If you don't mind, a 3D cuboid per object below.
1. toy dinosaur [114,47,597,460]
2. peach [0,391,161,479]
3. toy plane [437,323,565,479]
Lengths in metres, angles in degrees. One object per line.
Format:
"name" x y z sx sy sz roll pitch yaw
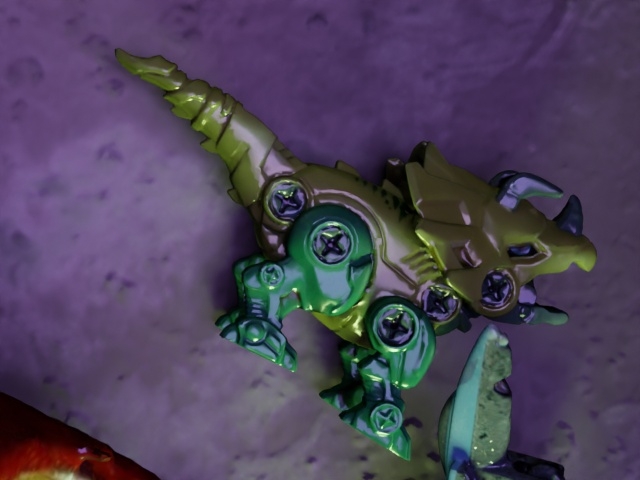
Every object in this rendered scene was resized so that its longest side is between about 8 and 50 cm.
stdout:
"toy dinosaur" 0.000 0.000 0.857 0.259 0.094 0.153 26 88 -10
"peach" -0.224 0.247 0.686 0.310 0.335 0.406 6 78 22
"toy plane" 0.083 0.148 0.854 0.078 0.169 0.246 22 124 21
